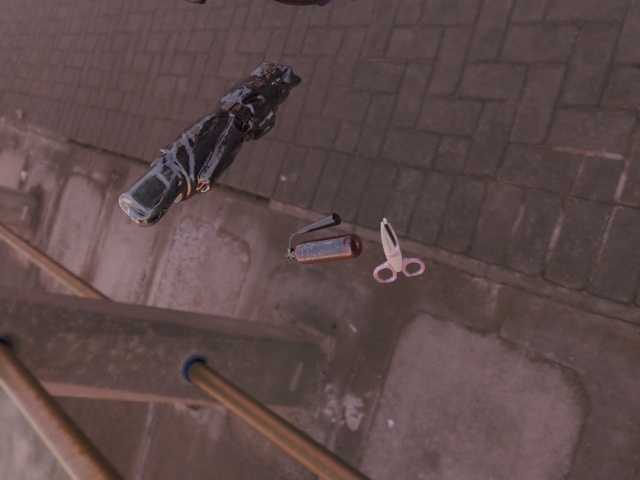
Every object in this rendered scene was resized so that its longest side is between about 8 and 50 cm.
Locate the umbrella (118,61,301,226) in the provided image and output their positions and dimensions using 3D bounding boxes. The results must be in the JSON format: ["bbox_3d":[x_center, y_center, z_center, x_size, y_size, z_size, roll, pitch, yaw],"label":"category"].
[{"bbox_3d":[-0.097,-0.090,0.590,0.066,0.059,0.235,-43,10,50],"label":"umbrella"}]

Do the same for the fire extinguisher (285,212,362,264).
[{"bbox_3d":[-0.004,0.000,0.649,0.100,0.032,0.046,-8,102,41],"label":"fire extinguisher"}]

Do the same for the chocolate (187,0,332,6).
[{"bbox_3d":[0.041,-0.167,0.252,0.344,0.148,0.126,-18,88,44],"label":"chocolate"}]

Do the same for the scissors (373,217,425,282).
[{"bbox_3d":[0.115,0.018,1.008,0.086,0.176,0.022,-12,56,9],"label":"scissors"}]
